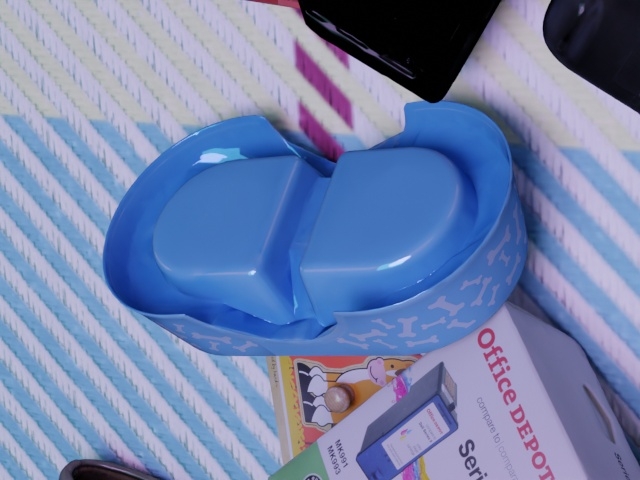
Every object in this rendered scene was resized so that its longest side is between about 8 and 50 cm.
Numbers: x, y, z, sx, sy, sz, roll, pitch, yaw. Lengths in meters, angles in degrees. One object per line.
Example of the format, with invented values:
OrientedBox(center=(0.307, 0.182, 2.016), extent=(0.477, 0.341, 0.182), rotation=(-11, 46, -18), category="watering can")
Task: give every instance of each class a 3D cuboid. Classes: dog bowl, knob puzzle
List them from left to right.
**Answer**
OrientedBox(center=(0.000, 0.000, 1.164), extent=(0.297, 0.166, 0.074), rotation=(-3, 142, 32), category="dog bowl")
OrientedBox(center=(0.050, 0.148, 1.251), extent=(0.213, 0.030, 0.213), rotation=(9, 109, 29), category="knob puzzle")

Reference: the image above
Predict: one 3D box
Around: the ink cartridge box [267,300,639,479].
OrientedBox(center=(0.086, 0.163, 1.137), extent=(0.212, 0.093, 0.154), rotation=(-38, 48, 20), category="ink cartridge box")

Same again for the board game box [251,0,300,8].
OrientedBox(center=(-0.099, -0.245, 1.224), extent=(0.281, 0.027, 0.145), rotation=(12, 110, 28), category="board game box")

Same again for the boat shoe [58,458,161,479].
OrientedBox(center=(-0.077, 0.245, 1.311), extent=(0.305, 0.109, 0.091), rotation=(17, 118, 30), category="boat shoe")

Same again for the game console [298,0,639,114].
OrientedBox(center=(0.155, -0.136, 1.054), extent=(0.361, 0.044, 0.213), rotation=(33, 130, 3), category="game console")
